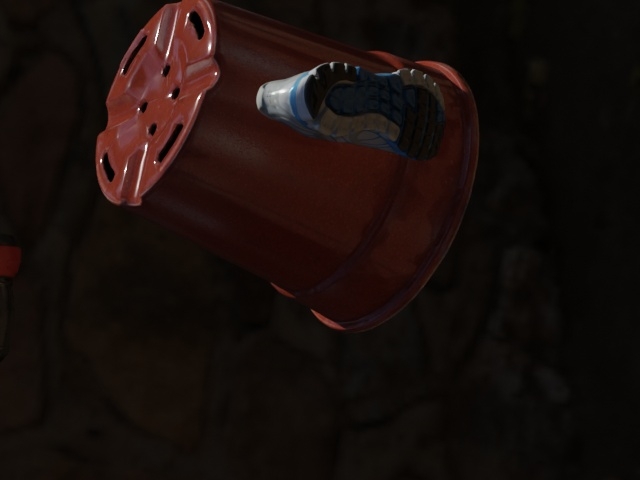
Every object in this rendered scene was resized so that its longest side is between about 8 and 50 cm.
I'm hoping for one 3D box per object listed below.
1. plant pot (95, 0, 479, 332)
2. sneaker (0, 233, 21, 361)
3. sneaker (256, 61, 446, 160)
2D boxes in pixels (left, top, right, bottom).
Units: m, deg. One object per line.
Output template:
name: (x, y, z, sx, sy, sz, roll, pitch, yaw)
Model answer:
plant pot: (-0.043, -0.085, 1.799, 0.272, 0.265, 0.272, -37, 42, 42)
sneaker: (-0.373, 0.074, 1.620, 0.097, 0.276, 0.135, 30, -130, -79)
sneaker: (0.025, -0.107, 1.582, 0.083, 0.191, 0.071, 2, 83, 41)
